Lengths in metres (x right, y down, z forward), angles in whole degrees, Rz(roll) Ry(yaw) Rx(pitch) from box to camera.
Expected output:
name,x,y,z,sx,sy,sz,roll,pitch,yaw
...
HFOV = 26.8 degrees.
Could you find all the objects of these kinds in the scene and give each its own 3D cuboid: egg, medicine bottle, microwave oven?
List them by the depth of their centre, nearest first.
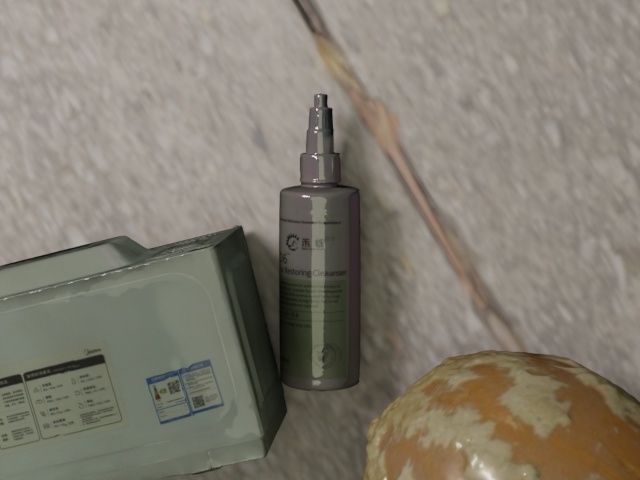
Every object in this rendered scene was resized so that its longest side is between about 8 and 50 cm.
name,x,y,z,sx,sy,sz,roll,pitch,yaw
egg,0.140,0.175,0.848,0.245,0.203,0.203,31,100,20
microwave oven,-0.142,0.083,0.907,0.208,0.122,0.162,-13,96,7
medicine bottle,0.000,0.000,0.914,0.057,0.057,0.199,2,98,6
